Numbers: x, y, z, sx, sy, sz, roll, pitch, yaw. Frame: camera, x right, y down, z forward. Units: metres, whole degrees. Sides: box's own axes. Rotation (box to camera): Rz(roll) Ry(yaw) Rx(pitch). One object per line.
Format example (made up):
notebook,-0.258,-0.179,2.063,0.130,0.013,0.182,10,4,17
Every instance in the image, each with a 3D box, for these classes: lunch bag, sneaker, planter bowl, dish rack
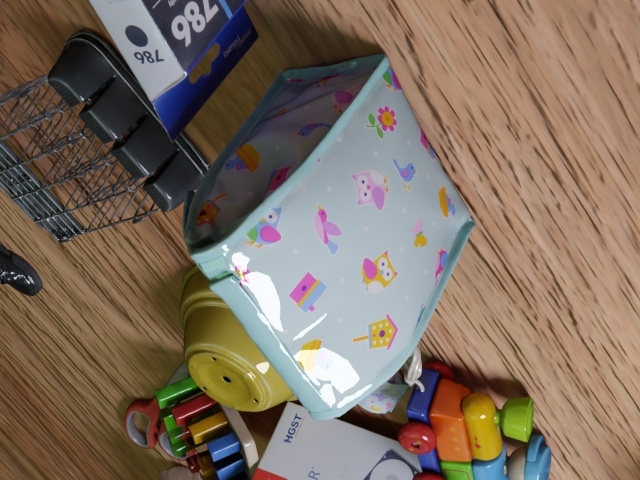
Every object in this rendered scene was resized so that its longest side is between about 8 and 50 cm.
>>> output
lunch bag,0.058,0.148,1.587,0.083,0.053,0.071,39,143,9
sneaker,-0.437,0.031,1.801,0.170,0.089,0.051,46,143,-16
planter bowl,-0.089,0.132,1.650,0.217,0.090,0.217,21,142,17
lunch bag,0.000,0.000,1.280,0.160,0.262,0.223,-4,131,40
dish rack,-0.269,-0.097,1.543,0.271,0.074,0.208,-14,122,48

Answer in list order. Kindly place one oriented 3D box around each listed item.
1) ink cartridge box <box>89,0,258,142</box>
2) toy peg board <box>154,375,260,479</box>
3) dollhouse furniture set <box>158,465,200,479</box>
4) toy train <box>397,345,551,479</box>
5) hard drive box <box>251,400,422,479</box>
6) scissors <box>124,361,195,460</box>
ink cartridge box,-0.137,-0.258,1.170,0.065,0.165,0.333,0,133,36
toy peg board,-0.137,0.251,1.762,0.160,0.079,0.161,56,164,40
dollhouse furniture set,-0.148,0.368,1.999,0.161,0.101,0.182,3,140,0
toy train,0.160,0.179,1.510,0.143,0.105,0.248,4,136,20
hard drive box,0.036,0.317,1.677,0.232,0.181,0.089,16,159,22
scissors,-0.210,0.206,1.887,0.109,0.021,0.297,25,144,12
